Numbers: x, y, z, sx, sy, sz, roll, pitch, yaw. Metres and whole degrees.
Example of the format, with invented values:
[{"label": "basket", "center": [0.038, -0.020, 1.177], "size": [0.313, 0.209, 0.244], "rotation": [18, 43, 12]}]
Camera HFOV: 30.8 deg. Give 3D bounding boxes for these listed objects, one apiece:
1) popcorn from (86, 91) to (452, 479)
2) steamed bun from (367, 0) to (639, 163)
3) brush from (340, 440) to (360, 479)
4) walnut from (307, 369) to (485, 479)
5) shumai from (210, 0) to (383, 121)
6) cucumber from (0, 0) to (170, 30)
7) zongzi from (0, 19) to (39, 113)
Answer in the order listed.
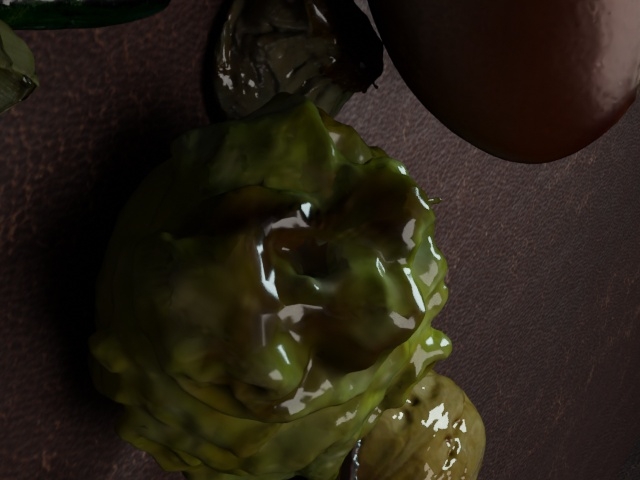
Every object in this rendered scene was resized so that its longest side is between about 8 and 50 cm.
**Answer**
[{"label": "popcorn", "center": [-0.040, 0.056, 0.945], "size": [0.312, 0.312, 0.312], "rotation": [-36, 134, -48]}, {"label": "steamed bun", "center": [0.150, -0.268, 0.973], "size": [0.235, 0.248, 0.379], "rotation": [-71, 166, -71]}, {"label": "brush", "center": [0.050, 0.124, 1.279], "size": [0.084, 0.071, 0.301], "rotation": [131, -26, -63]}, {"label": "walnut", "center": [0.090, 0.244, 1.353], "size": [0.222, 0.195, 0.195], "rotation": [-47, 142, -40]}, {"label": "shumai", "center": [-0.002, -0.170, 1.052], "size": [0.201, 0.120, 0.201], "rotation": [-30, 128, -50]}, {"label": "cucumber", "center": [-0.205, -0.156, 0.741], "size": [0.284, 0.056, 0.056], "rotation": [-18, 120, -43]}, {"label": "zongzi", "center": [-0.249, -0.080, 0.618], "size": [0.160, 0.078, 0.176], "rotation": [-42, 171, 3]}]
